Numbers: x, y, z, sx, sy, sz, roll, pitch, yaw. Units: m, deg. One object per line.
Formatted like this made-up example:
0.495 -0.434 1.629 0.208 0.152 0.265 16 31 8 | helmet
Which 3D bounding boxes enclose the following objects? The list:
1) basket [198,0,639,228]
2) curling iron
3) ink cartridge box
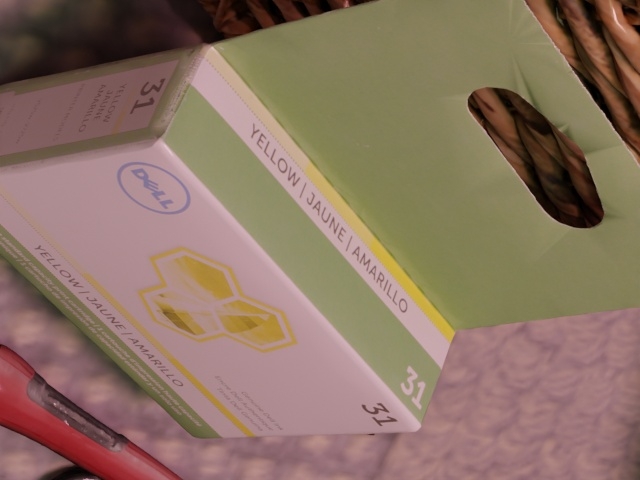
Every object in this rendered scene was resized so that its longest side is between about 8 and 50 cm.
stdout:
0.082 -0.149 0.685 0.299 0.223 0.213 49 62 -35 | basket
-0.144 0.065 0.765 0.068 0.035 0.274 -42 125 7 | curling iron
0.000 0.000 0.683 0.171 0.235 0.056 49 51 -35 | ink cartridge box
